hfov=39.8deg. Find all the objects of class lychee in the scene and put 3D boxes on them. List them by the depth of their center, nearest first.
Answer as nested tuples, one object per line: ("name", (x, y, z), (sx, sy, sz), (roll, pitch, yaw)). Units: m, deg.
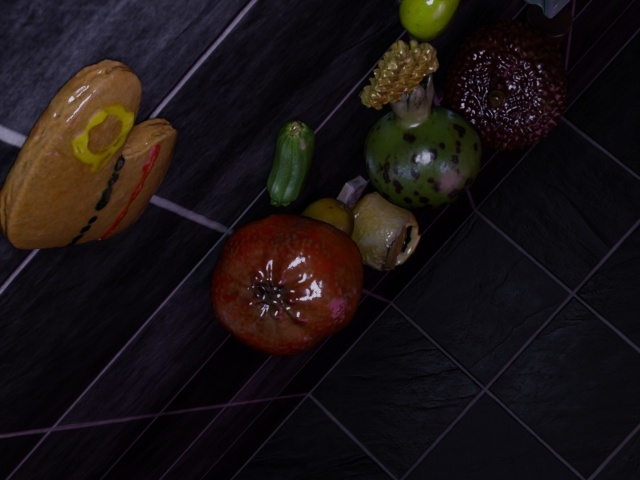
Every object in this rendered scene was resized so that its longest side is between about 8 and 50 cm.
("lychee", (0.398, -0.329, 1.891), (0.275, 0.276, 0.304), (-55, 178, 26))

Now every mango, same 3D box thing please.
("mango", (0.187, -0.400, 1.505), (0.117, 0.089, 0.163), (-56, 176, 9))
("mango", (0.000, 0.000, 1.929), (0.156, 0.114, 0.251), (-49, 166, -23))

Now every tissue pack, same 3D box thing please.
("tissue pack", (0.065, -0.103, 2.003), (0.063, 0.035, 0.083), (-28, 154, -50))

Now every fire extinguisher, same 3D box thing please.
("fire extinguisher", (0.536, -0.463, 2.236), (0.135, 0.114, 0.337), (-56, 169, -23))

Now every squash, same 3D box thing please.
("squash", (-0.052, -0.133, 1.539), (0.077, 0.068, 0.219), (-56, 172, -35))

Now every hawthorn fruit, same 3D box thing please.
("hawthorn fruit", (-0.053, 0.074, 1.700), (0.287, 0.287, 0.330), (-52, 175, 15))

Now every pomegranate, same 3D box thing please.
("pomegranate", (0.216, -0.201, 1.786), (0.242, 0.242, 0.306), (-36, 156, -36))

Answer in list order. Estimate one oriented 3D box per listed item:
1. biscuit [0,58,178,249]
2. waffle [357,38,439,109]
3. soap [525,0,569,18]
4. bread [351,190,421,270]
("biscuit", (-0.261, -0.095, 1.092), (0.262, 0.052, 0.277), (-52, 164, 17))
("waffle", (0.131, -0.294, 1.587), (0.192, 0.046, 0.161), (-32, 164, 38))
("soap", (0.512, -0.588, 1.897), (0.145, 0.091, 0.230), (-49, 166, 4))
("bread", (0.133, -0.018, 2.150), (0.197, 0.170, 0.197), (-41, 151, -29))
